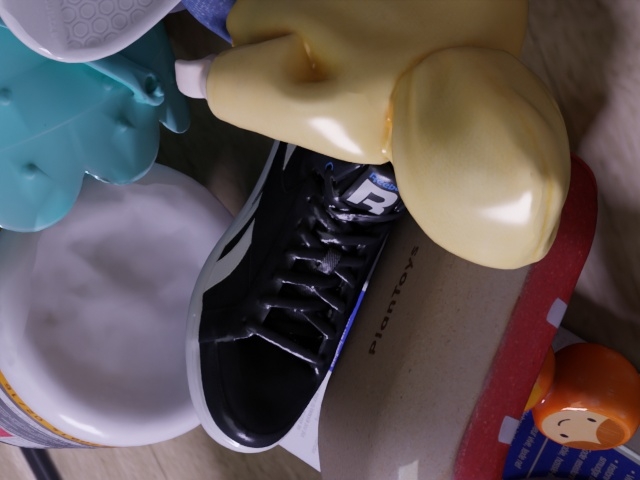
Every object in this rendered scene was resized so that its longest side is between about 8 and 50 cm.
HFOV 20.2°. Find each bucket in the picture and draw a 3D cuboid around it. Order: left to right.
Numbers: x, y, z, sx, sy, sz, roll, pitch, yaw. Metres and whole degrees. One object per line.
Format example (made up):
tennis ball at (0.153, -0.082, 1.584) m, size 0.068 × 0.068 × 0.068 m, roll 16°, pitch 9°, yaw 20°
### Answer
bucket at (-0.223, -0.123, 0.973) m, size 0.281 × 0.281 × 0.183 m, roll 7°, pitch 124°, yaw 35°

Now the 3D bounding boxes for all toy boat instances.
toy boat at (0.098, 0.068, 0.926) m, size 0.151 × 0.231 × 0.151 m, roll 23°, pitch 177°, yaw -16°

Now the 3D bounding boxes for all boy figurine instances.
boy figurine at (0.028, -0.095, 0.849) m, size 0.285 × 0.177 × 0.092 m, roll 42°, pitch 151°, yaw 35°

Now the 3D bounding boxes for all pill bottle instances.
pill bottle at (-0.157, 0.046, 1.097) m, size 0.162 × 0.162 × 0.278 m, roll 53°, pitch 156°, yaw -11°

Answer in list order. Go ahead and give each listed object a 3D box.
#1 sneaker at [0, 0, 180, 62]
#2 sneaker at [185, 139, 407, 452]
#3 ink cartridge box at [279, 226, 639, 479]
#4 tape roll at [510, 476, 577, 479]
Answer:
sneaker at (-0.038, -0.198, 0.796) m, size 0.104 × 0.296 × 0.147 m, roll 53°, pitch 172°, yaw -24°
sneaker at (0.000, 0.000, 0.916) m, size 0.079 × 0.217 × 0.121 m, roll 23°, pitch 163°, yaw -19°
ink cartridge box at (0.102, 0.119, 1.057) m, size 0.371 × 0.069 × 0.175 m, roll 34°, pitch 138°, yaw 15°
tape roll at (0.150, 0.241, 1.021) m, size 0.219 × 0.072 × 0.219 m, roll 21°, pitch 133°, yaw 24°
